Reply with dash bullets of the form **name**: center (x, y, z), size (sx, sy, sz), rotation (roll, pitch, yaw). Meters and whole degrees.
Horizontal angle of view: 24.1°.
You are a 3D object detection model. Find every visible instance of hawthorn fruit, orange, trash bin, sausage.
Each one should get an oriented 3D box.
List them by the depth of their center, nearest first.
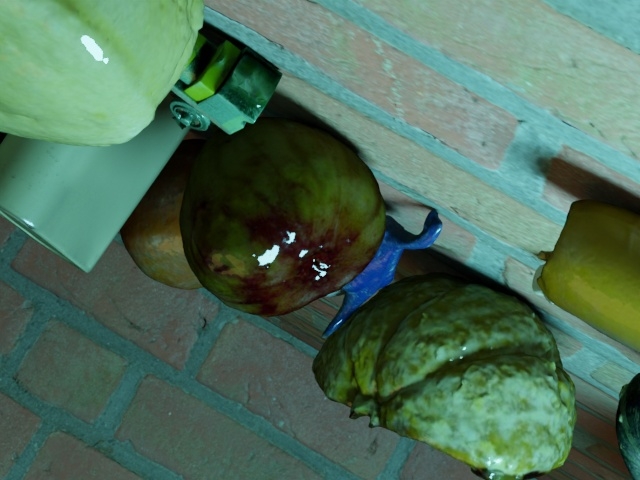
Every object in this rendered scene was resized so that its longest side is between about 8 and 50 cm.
- **sausage**: center (0.332, 0.071, 1.219), size (0.328, 0.112, 0.112), rotation (27, 170, 12)
- **trash bin**: center (-0.266, -0.108, 1.730), size (0.121, 0.247, 0.243), rotation (29, 172, 21)
- **orange**: center (0.168, 0.153, 1.841), size (0.271, 0.210, 0.368), rotation (16, -179, -36)
- **hawthorn fruit**: center (-0.142, -0.038, 1.914), size (0.199, 0.199, 0.251), rotation (36, 159, -26)

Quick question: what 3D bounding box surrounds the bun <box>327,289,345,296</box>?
- **bun**: center (0.000, 0.000, 1.871), size (0.141, 0.141, 0.083), rotation (32, 138, -4)

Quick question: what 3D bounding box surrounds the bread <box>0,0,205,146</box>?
- **bread**: center (-0.236, -0.218, 1.124), size (0.320, 0.237, 0.320), rotation (15, 168, 3)

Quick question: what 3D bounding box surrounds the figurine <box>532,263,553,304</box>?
- **figurine**: center (0.256, 0.049, 1.532), size (0.050, 0.047, 0.083), rotation (24, 179, -23)

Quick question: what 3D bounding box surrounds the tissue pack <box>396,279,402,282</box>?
- **tissue pack**: center (0.156, 0.092, 2.140), size (0.108, 0.023, 0.056), rotation (33, 171, -8)

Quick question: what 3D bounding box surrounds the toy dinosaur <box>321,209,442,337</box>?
- **toy dinosaur**: center (0.069, 0.041, 1.743), size (0.075, 0.248, 0.188), rotation (1, -151, -28)

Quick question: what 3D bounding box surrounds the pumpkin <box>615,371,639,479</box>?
- **pumpkin**: center (0.403, 0.211, 1.585), size (0.190, 0.146, 0.190), rotation (49, 158, 28)

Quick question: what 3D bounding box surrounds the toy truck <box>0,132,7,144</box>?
- **toy truck**: center (-0.490, -0.243, 1.943), size (0.405, 0.181, 0.254), rotation (36, 168, -25)

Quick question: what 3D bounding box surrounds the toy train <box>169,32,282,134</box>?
- **toy train**: center (-0.144, -0.185, 1.471), size (0.200, 0.083, 0.132), rotation (34, 160, -18)

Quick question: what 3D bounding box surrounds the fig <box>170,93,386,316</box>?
- **fig**: center (-0.075, -0.080, 1.611), size (0.321, 0.217, 0.217), rotation (60, -172, 32)
